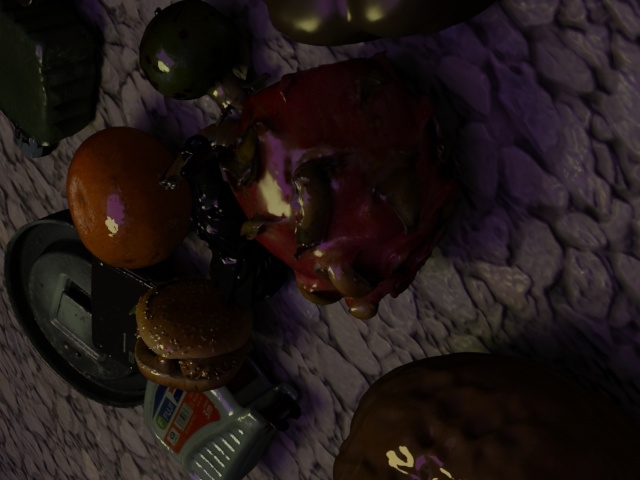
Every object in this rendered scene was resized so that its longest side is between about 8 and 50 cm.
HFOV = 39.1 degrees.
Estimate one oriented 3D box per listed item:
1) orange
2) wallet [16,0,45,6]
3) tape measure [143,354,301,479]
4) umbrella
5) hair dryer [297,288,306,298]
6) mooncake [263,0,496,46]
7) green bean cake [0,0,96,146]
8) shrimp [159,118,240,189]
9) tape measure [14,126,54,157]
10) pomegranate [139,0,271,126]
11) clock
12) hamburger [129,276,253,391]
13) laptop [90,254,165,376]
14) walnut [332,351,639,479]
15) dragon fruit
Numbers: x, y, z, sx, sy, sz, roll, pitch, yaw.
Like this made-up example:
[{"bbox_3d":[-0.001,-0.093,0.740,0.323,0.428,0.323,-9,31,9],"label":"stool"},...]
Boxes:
[{"bbox_3d":[-0.293,-0.068,1.397,0.224,0.170,0.224,20,117,47],"label":"orange"},{"bbox_3d":[-0.430,-0.521,1.371,0.165,0.042,0.309,38,117,24],"label":"wallet"},{"bbox_3d":[-0.167,0.273,1.466,0.246,0.125,0.243,43,130,16],"label":"tape measure"},{"bbox_3d":[-0.126,-0.023,1.224,0.118,0.118,0.340,32,157,29],"label":"umbrella"},{"bbox_3d":[-0.005,0.000,1.243,0.106,0.054,0.154,-29,84,42],"label":"hair dryer"},{"bbox_3d":[0.038,-0.379,0.912,0.378,0.201,0.378,21,123,36],"label":"mooncake"},{"bbox_3d":[-0.480,-0.296,1.505,0.222,0.125,0.227,40,133,21],"label":"green bean cake"},{"bbox_3d":[-0.151,-0.099,1.266,0.166,0.049,0.161,-30,54,8],"label":"shrimp"},{"bbox_3d":[-0.521,-0.198,1.639,0.091,0.054,0.094,17,117,45],"label":"tape measure"},{"bbox_3d":[-0.161,-0.248,1.225,0.169,0.148,0.148,32,141,-21],"label":"pomegranate"},{"bbox_3d":[-0.404,0.122,1.613,0.386,0.076,0.386,16,123,27],"label":"clock"},{"bbox_3d":[-0.191,0.139,1.352,0.191,0.182,0.118,-111,16,-49],"label":"hamburger"},{"bbox_3d":[-0.323,0.125,1.490,0.154,0.026,0.207,25,127,19],"label":"laptop"},{"bbox_3d":[0.191,0.306,1.010,0.398,0.308,0.354,14,85,39],"label":"walnut"},{"bbox_3d":[0.023,-0.054,1.043,0.250,0.269,0.291,-6,101,55],"label":"dragon fruit"}]
